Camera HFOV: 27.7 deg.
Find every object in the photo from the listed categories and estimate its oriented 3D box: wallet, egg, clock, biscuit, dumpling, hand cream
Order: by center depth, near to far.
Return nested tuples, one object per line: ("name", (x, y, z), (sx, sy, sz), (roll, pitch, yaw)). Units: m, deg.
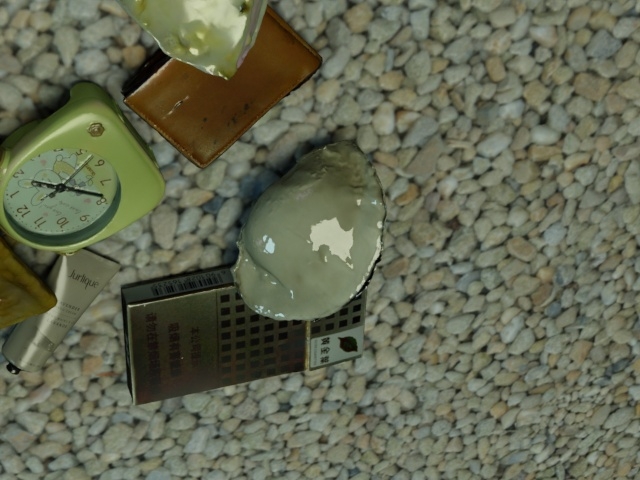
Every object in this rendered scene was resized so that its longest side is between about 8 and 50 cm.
("egg", (-0.152, -0.306, 1.300), (0.271, 0.161, 0.206), (47, 63, -74))
("clock", (-0.306, -0.061, 1.476), (0.232, 0.069, 0.170), (-31, 132, 2))
("wallet", (-0.115, -0.188, 1.486), (0.195, 0.042, 0.161), (-43, 135, 8))
("biscuit", (-0.417, 0.058, 1.502), (0.183, 0.039, 0.174), (-21, 144, 10))
("dumpling", (0.000, 0.000, 1.597), (0.247, 0.172, 0.142), (-54, 153, 17))
("hand cream", (-0.328, 0.089, 1.597), (0.087, 0.054, 0.186), (27, 105, -42))

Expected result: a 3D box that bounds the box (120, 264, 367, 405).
("box", (-0.097, 0.110, 1.716), (0.324, 0.047, 0.180), (-10, 129, -16))
